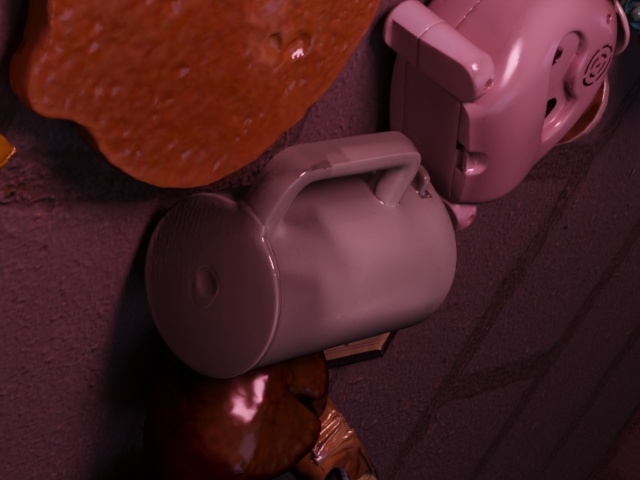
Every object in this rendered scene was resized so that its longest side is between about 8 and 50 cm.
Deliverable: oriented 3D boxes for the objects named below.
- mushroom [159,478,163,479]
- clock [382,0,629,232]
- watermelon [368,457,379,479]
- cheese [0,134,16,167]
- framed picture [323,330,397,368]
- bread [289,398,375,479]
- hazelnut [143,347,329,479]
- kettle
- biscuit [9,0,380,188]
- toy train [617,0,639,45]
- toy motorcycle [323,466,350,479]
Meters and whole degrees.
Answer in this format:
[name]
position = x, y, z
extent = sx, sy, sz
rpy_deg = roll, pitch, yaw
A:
[mushroom]
position = -0.197, 0.490, 1.594
extent = 0.353, 0.325, 0.353
rpy_deg = -30, 170, -6
[clock]
position = 0.232, -0.209, 1.491
extent = 0.325, 0.184, 0.342
rpy_deg = -38, 155, -27
[watermelon]
position = 0.025, 0.501, 2.114
extent = 0.303, 0.128, 0.159
rpy_deg = -53, 151, 9
[cheese]
position = -0.314, -0.054, 1.028
extent = 0.093, 0.126, 0.171
rpy_deg = -45, 171, -17
[framed picture]
position = 0.077, 0.109, 1.825
extent = 0.195, 0.010, 0.199
rpy_deg = -5, 131, -51
[bread]
position = -0.006, 0.297, 1.814
extent = 0.107, 0.136, 0.241
rpy_deg = -40, 150, -10
[hazelnut]
position = -0.109, 0.194, 1.488
extent = 0.251, 0.217, 0.217
rpy_deg = -53, 160, -40
[kettle]
position = 0.002, 0.016, 1.366
extent = 0.265, 0.205, 0.318
rpy_deg = -21, 173, 41
[biscuit]
position = -0.092, -0.226, 1.107
extent = 0.385, 0.062, 0.365
rpy_deg = -52, 144, 10
[toy train]
position = 0.526, -0.359, 1.671
extent = 0.120, 0.194, 0.298
rpy_deg = -27, 144, -31
[toy motorcycle]
position = -0.037, 0.419, 1.717
extent = 0.113, 0.169, 0.315
rpy_deg = 16, 152, -20
